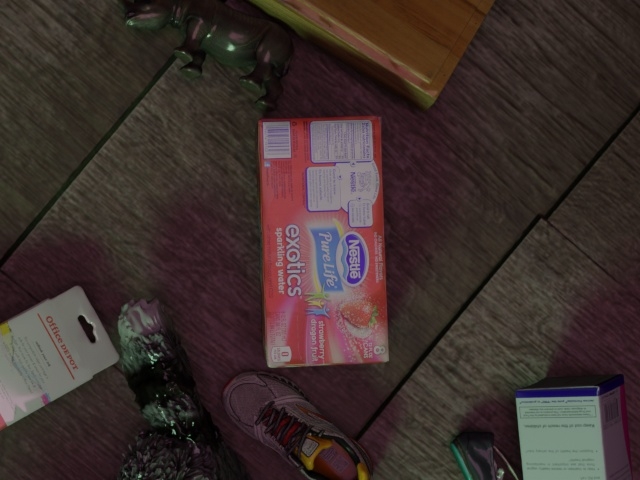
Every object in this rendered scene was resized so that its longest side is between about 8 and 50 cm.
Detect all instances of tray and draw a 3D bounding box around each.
[{"bbox_3d":[0.012,-0.358,1.654,0.411,0.076,0.202,31,77,-3],"label":"tray"}]

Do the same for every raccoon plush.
[{"bbox_3d":[-0.244,0.329,1.625,0.299,0.216,0.446,-23,72,6],"label":"raccoon plush"}]

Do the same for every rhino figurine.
[{"bbox_3d":[-0.145,-0.260,1.658,0.243,0.073,0.106,25,69,-3],"label":"rhino figurine"}]

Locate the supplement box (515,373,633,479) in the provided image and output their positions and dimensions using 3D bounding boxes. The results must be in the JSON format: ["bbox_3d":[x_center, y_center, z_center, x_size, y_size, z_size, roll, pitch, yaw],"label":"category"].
[{"bbox_3d":[0.322,0.285,1.655,0.114,0.111,0.220,-6,89,29],"label":"supplement box"}]

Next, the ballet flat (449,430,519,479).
[{"bbox_3d":[0.228,0.337,1.690,0.074,0.074,0.203,-19,89,-4],"label":"ballet flat"}]

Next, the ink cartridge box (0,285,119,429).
[{"bbox_3d":[-0.361,0.149,1.632,0.198,0.067,0.115,-29,93,-20],"label":"ink cartridge box"}]

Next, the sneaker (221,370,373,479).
[{"bbox_3d":[-0.023,0.240,1.658,0.225,0.093,0.088,34,88,-3],"label":"sneaker"}]

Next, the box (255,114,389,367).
[{"bbox_3d":[0.000,0.000,1.635,0.154,0.142,0.299,-3,90,-4],"label":"box"}]
